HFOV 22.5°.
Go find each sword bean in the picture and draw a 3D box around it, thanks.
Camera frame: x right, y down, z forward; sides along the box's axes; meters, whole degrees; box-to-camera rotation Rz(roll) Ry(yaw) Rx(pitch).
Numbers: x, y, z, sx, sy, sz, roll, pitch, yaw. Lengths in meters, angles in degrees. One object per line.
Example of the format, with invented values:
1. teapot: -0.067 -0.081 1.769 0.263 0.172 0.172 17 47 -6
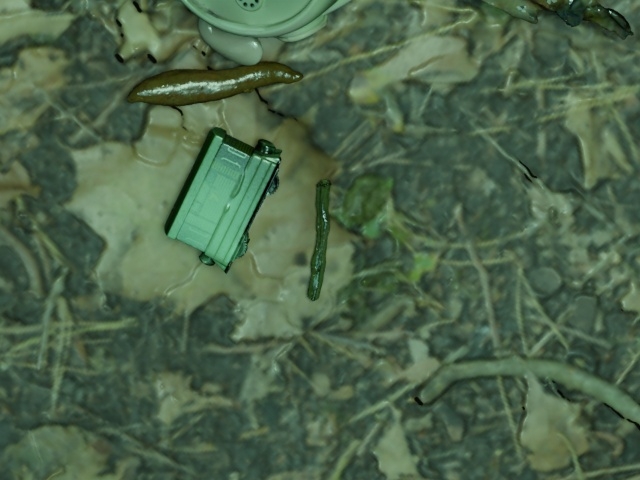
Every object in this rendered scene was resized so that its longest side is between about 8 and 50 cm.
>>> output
1. sword bean: 0.000 0.000 1.080 0.012 0.012 0.083 4 104 -4

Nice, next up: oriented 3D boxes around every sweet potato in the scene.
1. sweet potato: -0.069 -0.102 1.043 0.115 0.026 0.026 -10 105 -5

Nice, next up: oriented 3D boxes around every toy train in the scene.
1. toy train: -0.063 -0.028 1.056 0.056 0.038 0.093 25 103 -6

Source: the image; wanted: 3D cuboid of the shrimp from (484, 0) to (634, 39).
1. shrimp: 0.102 -0.229 1.001 0.254 0.059 0.145 25 93 -4

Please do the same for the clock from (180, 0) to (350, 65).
1. clock: -0.037 -0.191 0.971 0.151 0.062 0.191 47 129 -6
